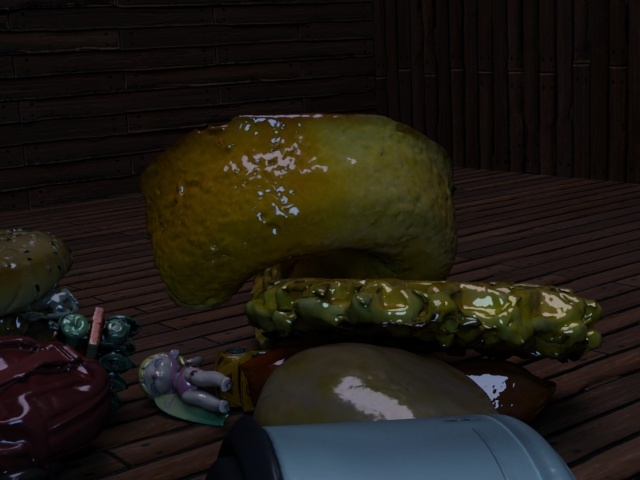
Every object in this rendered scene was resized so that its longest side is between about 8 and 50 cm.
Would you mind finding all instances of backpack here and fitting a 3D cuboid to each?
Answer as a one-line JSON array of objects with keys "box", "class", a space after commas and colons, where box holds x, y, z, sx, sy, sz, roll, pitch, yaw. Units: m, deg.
[{"box": [-0.327, 0.175, 1.086, 0.229, 0.138, 0.229, -6, 13, 1], "class": "backpack"}]

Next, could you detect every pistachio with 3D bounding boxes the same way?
[{"box": [0.060, 0.178, 0.939, 0.261, 0.163, 0.212, 8, 48, 35], "class": "pistachio"}]

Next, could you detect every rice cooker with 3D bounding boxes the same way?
[{"box": [0.026, 0.214, 0.563, 0.227, 0.241, 0.280, -1, -26, -13], "class": "rice cooker"}]

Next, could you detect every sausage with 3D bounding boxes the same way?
[{"box": [0.085, 0.169, 1.143, 0.348, 0.094, 0.097, 3, -1, 5], "class": "sausage"}]

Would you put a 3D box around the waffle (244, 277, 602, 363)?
[{"box": [0.115, 0.088, 1.177, 0.382, 0.095, 0.380, 5, -5, -22], "class": "waffle"}]

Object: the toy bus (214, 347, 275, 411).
[{"box": [-0.048, 0.170, 1.237, 0.162, 0.069, 0.074, -2, 12, 2], "class": "toy bus"}]

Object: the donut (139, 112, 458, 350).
[{"box": [0.000, 0.000, 1.349, 0.378, 0.163, 0.435, -24, -33, 21], "class": "donut"}]

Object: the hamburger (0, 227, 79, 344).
[{"box": [-0.485, 0.088, 1.453, 0.277, 0.195, 0.318, -12, 17, -34], "class": "hamburger"}]

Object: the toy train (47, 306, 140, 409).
[{"box": [-0.282, 0.143, 1.227, 0.118, 0.176, 0.074, 11, 52, -12], "class": "toy train"}]

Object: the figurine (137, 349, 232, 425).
[{"box": [-0.158, 0.176, 1.248, 0.083, 0.083, 0.187, -11, 8, -38], "class": "figurine"}]
